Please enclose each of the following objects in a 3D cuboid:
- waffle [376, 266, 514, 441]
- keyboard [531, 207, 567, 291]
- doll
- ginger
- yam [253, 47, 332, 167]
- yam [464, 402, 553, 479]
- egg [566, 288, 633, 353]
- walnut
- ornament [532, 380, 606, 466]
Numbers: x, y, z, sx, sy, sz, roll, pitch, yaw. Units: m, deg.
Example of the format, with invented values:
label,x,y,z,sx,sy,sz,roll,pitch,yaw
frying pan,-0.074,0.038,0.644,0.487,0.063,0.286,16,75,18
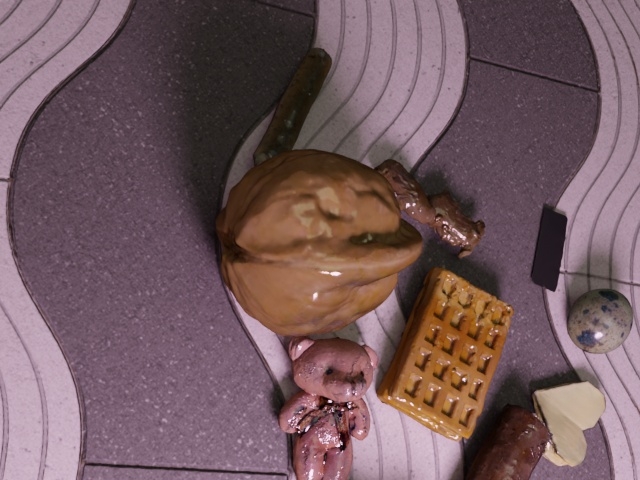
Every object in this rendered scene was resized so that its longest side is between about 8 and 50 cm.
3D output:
label,x,y,z,sx,sy,sz,roll,pitch,yaw
waffle,0.272,0.236,1.863,0.224,0.098,0.327,32,67,-16
keyboard,0.545,0.021,2.083,0.074,0.015,0.196,20,70,-14
doll,0.027,0.336,1.701,0.201,0.156,0.303,8,78,-23
ginger,0.241,-0.079,1.933,0.290,0.084,0.122,35,72,-12
yam,-0.058,-0.275,1.859,0.071,0.067,0.317,26,66,-2
yam,0.379,0.482,1.830,0.131,0.131,0.279,42,63,-9
egg,0.648,0.181,2.022,0.182,0.141,0.141,-38,94,-35
walnut,-0.012,0.008,1.677,0.384,0.384,0.383,6,75,-23
ornament,0.546,0.390,1.971,0.180,0.059,0.201,40,62,-9
